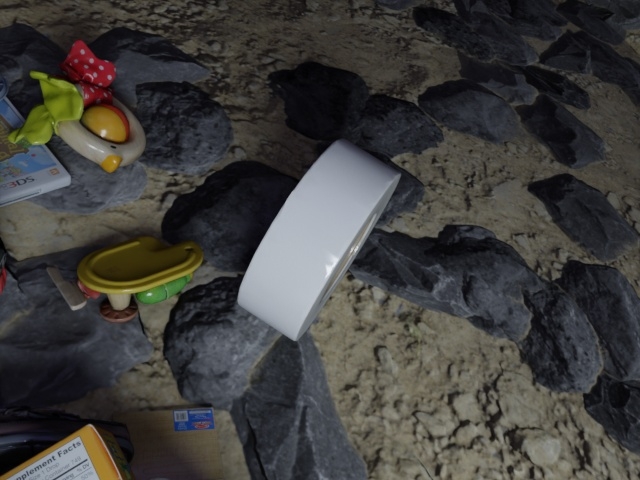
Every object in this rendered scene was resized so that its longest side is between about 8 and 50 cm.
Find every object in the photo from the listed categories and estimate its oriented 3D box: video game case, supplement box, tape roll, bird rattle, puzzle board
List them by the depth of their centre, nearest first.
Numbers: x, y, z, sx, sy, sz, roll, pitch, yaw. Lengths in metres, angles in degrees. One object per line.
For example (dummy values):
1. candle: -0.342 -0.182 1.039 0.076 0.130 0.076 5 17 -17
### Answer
1. supplement box: -0.300 0.274 0.652 0.233 0.078 0.080 -28 69 -13
2. puzzle board: -0.189 0.256 0.833 0.128 0.011 0.096 3 48 -23
3. tape roll: 0.000 0.000 0.963 0.100 0.286 0.286 31 44 6
4. video game case: -0.523 -0.132 1.026 0.193 0.023 0.212 -27 65 -40
5. bird rattle: -0.384 -0.203 1.112 0.207 0.143 0.253 42 19 -12

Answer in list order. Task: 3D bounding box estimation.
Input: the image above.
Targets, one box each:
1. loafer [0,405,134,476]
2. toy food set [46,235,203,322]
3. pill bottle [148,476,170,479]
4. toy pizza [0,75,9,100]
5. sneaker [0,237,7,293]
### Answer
1. loafer: -0.360 0.212 0.732 0.302 0.109 0.095 0 46 -21
2. toy food set: -0.266 0.061 0.945 0.217 0.071 0.128 -20 37 -39
3. pill bottle: -0.115 0.380 0.645 0.278 0.162 0.162 40 46 13
4. toy pizza: -0.593 -0.226 1.047 0.201 0.032 0.201 5 36 -4
5. sneaker: -0.426 0.064 0.776 0.097 0.135 0.276 9 33 -18
